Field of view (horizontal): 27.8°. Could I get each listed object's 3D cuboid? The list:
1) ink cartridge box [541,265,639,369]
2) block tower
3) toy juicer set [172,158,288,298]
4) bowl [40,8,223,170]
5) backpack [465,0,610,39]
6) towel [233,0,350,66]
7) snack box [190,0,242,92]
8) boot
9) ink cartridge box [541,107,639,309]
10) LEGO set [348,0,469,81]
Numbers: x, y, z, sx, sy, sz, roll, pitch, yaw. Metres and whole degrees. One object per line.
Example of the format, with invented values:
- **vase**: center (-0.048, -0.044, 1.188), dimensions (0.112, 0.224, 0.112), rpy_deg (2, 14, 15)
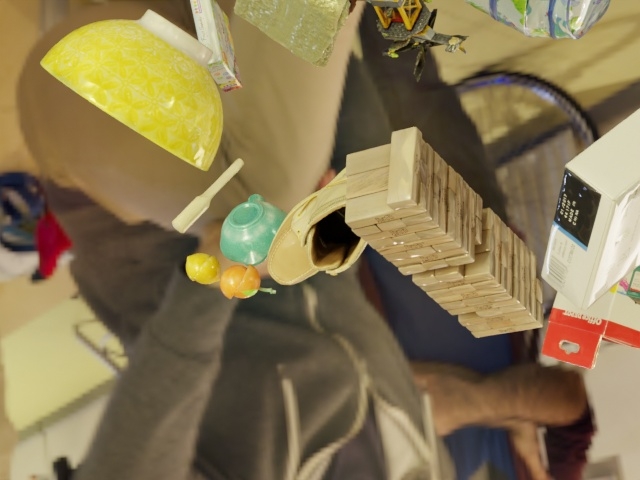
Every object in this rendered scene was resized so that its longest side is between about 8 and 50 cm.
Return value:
- **ink cartridge box**: center (0.410, 0.072, 1.845), dimensions (0.078, 0.231, 0.134), rpy_deg (19, 178, -24)
- **block tower**: center (0.142, 0.001, 1.448), dimensions (0.097, 0.091, 0.335), rpy_deg (-13, 147, 28)
- **toy juicer set**: center (-0.148, 0.003, 2.267), dimensions (0.209, 0.329, 0.089), rpy_deg (-33, 132, -9)
- **bowl**: center (-0.247, -0.243, 1.896), dimensions (0.156, 0.289, 0.289), rpy_deg (-57, 145, 3)
- **backpack**: center (0.311, -0.440, 1.699), dimensions (0.273, 0.290, 0.355), rpy_deg (37, 129, 3)
- **towel**: center (-0.028, -0.221, 1.227), dimensions (0.110, 0.027, 0.148), rpy_deg (32, 165, 0)
- **snack box**: center (-0.172, -0.329, 2.134), dimensions (0.037, 0.141, 0.100), rpy_deg (-18, 157, 11)
- **boot**: center (0.000, 0.000, 1.826), dimensions (0.095, 0.203, 0.262), rpy_deg (44, 115, -9)
- **ink cartridge box**: center (0.348, -0.085, 1.219), dimensions (0.332, 0.065, 0.165), rpy_deg (-33, 148, -24)
- **LEGO set**: center (0.075, -0.335, 1.509), dimensions (0.254, 0.331, 0.192), rpy_deg (2, 147, 27)
